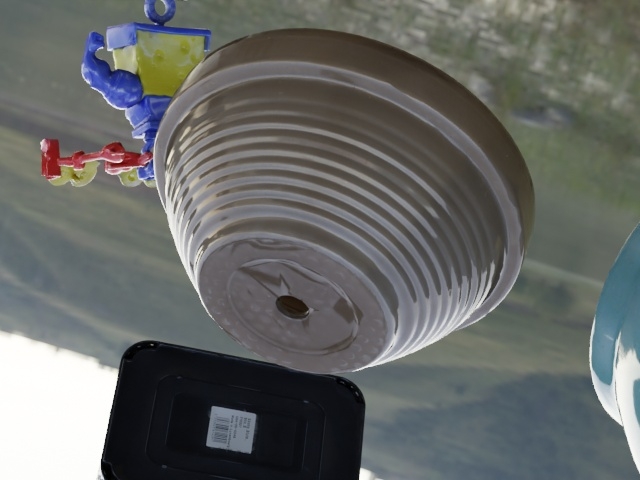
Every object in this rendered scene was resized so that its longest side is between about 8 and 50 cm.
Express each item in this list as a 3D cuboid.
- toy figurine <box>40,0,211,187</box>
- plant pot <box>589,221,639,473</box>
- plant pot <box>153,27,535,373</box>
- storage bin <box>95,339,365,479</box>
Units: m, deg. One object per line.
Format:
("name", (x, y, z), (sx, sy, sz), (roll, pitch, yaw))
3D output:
("toy figurine", (-0.141, -0.181, 1.619), (0.362, 0.217, 0.191), (-2, 173, -36))
("plant pot", (0.278, 0.067, 0.792), (0.293, 0.293, 0.196), (16, -170, -43))
("plant pot", (0.000, 0.000, 0.840), (0.237, 0.110, 0.237), (13, 138, 12))
("storage bin", (-0.066, 0.156, 1.024), (0.180, 0.122, 0.084), (12, 144, -8))
